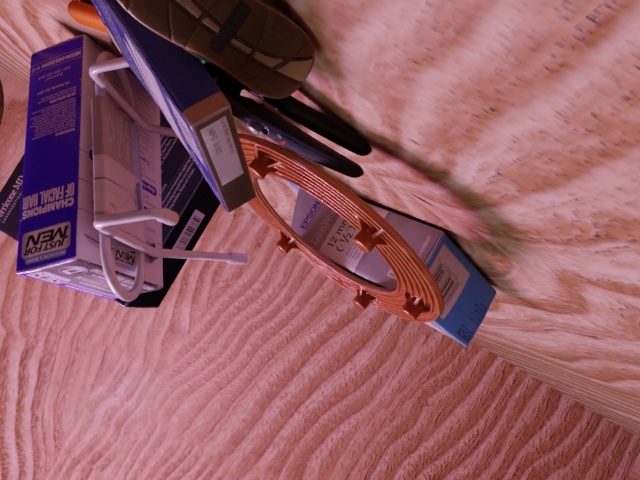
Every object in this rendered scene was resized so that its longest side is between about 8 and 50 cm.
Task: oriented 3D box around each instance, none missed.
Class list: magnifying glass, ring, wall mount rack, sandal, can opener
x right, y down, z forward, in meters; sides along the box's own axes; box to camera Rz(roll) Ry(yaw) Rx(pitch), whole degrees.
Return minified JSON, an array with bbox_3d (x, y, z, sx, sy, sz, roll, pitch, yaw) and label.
[{"bbox_3d":[-0.191,-0.220,0.588,0.231,0.026,0.092,25,173,32],"label":"magnifying glass"},{"bbox_3d":[0.000,0.000,0.688,0.337,0.032,0.336,36,166,10],"label":"ring"},{"bbox_3d":[-0.212,-0.088,0.800,0.131,0.350,0.304,-8,167,6],"label":"wall mount rack"},{"bbox_3d":[-0.073,-0.156,0.362,0.180,0.072,0.049,29,-161,-48],"label":"sandal"},{"bbox_3d":[-0.028,-0.111,0.519,0.186,0.059,0.073,33,174,-29],"label":"can opener"}]

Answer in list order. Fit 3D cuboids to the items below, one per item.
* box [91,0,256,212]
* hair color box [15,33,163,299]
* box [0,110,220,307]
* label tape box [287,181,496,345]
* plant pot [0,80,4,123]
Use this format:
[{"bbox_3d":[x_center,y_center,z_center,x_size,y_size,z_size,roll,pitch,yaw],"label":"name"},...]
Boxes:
[{"bbox_3d":[-0.130,-0.141,0.459,0.225,0.036,0.136,53,169,18],"label":"box"},{"bbox_3d":[-0.328,-0.099,0.831,0.110,0.338,0.185,-14,159,16],"label":"hair color box"},{"bbox_3d":[-0.378,-0.094,1.075,0.312,0.343,0.179,30,176,6],"label":"box"},{"bbox_3d":[0.080,0.022,0.925,0.348,0.115,0.249,24,172,40],"label":"label tape box"},{"bbox_3d":[-0.533,-0.202,0.539,0.323,0.323,0.280,29,155,11],"label":"plant pot"}]
